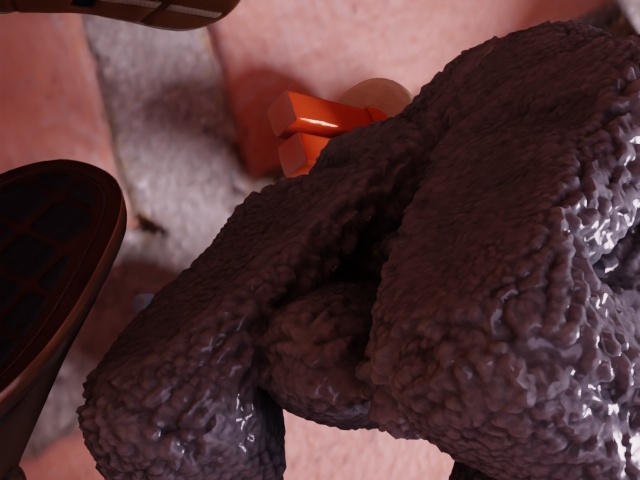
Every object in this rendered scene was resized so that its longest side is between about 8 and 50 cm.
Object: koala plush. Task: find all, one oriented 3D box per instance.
[{"bbox_3d":[0.081,0.065,0.627,0.221,0.196,0.203,56,47,-20],"label":"koala plush"}]

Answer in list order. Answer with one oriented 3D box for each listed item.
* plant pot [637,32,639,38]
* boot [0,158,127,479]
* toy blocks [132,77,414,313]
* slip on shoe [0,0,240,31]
[{"bbox_3d":[0.139,-0.051,0.823,0.079,0.083,0.083,-28,116,-22],"label":"plant pot"},{"bbox_3d":[-0.124,0.079,0.612,0.219,0.082,0.106,-54,150,-27],"label":"boot"},{"bbox_3d":[0.000,0.000,0.710,0.148,0.054,0.123,4,95,-43],"label":"toy blocks"},{"bbox_3d":[-0.084,-0.101,0.625,0.135,0.051,0.041,5,54,-35],"label":"slip on shoe"}]
